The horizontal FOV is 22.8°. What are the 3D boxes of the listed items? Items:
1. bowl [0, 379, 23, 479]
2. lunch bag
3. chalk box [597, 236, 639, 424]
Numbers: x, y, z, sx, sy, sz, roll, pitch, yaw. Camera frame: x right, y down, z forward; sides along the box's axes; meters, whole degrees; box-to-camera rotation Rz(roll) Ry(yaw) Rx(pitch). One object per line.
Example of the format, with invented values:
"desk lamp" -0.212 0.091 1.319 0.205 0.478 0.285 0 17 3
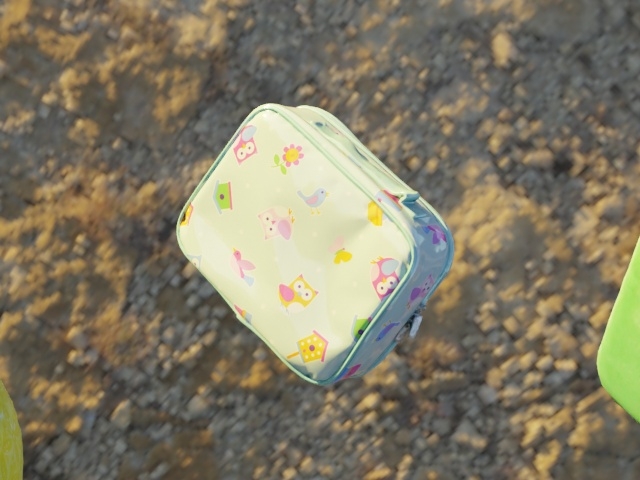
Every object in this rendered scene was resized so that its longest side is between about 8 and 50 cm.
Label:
"bowl" -0.365 0.228 1.422 0.156 0.290 0.289 44 39 -48
"lunch bag" 0.000 0.000 1.660 0.279 0.224 0.108 45 20 24
"chalk box" 0.178 0.074 0.309 0.289 0.180 0.179 31 39 24
